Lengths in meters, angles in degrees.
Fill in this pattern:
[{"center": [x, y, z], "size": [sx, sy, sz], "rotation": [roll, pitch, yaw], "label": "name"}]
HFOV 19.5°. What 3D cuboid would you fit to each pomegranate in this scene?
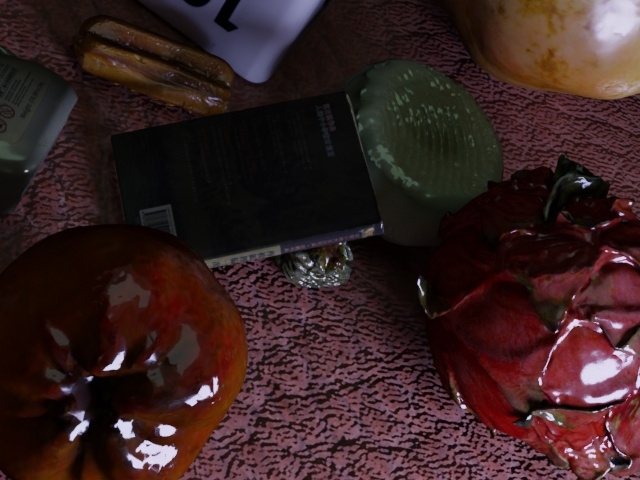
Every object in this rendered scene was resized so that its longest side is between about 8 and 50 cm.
[{"center": [0.284, -0.321, 1.996], "size": [0.342, 0.342, 0.342], "rotation": [16, 49, -19], "label": "pomegranate"}]

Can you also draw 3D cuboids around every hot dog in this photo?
[{"center": [-0.162, -0.169, 1.803], "size": [0.165, 0.045, 0.071], "rotation": [18, 50, -17], "label": "hot dog"}]

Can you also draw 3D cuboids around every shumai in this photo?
[{"center": [0.000, 0.000, 1.740], "size": [0.083, 0.080, 0.082], "rotation": [39, 43, 5], "label": "shumai"}]

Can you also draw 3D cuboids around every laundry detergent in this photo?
[{"center": [-0.350, -0.139, 1.633], "size": [0.253, 0.091, 0.181], "rotation": [30, 43, -7], "label": "laundry detergent"}]

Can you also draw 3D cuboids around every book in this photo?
[{"center": [-0.069, -0.052, 1.707], "size": [0.228, 0.024, 0.160], "rotation": [-11, 57, -3], "label": "book"}]

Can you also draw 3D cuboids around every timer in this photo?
[{"center": [-0.060, -0.312, 1.873], "size": [0.192, 0.195, 0.194], "rotation": [36, 44, -1], "label": "timer"}]

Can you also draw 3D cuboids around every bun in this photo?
[{"center": [0.082, -0.079, 1.828], "size": [0.195, 0.118, 0.195], "rotation": [17, 53, -24], "label": "bun"}]

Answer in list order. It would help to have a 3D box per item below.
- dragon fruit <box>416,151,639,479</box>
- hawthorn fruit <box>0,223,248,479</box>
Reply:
[{"center": [0.216, 0.077, 1.701], "size": [0.244, 0.244, 0.299], "rotation": [-13, 79, -37], "label": "dragon fruit"}, {"center": [-0.167, 0.082, 1.499], "size": [0.224, 0.224, 0.261], "rotation": [26, 22, -10], "label": "hawthorn fruit"}]
